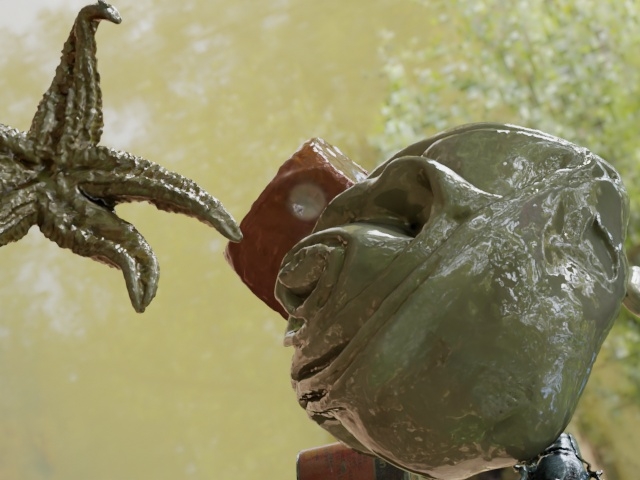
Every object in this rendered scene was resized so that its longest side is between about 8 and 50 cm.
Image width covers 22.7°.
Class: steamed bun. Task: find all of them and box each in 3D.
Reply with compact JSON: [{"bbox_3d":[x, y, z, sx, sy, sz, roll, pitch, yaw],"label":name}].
[{"bbox_3d":[0.094,0.027,1.355,0.219,0.310,0.324,38,70,-26],"label":"steamed bun"}]

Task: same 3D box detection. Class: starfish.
[{"bbox_3d":[-0.249,-0.070,1.445,0.094,0.375,0.327,96,1,-62],"label":"starfish"}]

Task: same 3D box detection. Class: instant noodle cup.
[{"bbox_3d":[0.045,0.284,1.884,0.127,0.136,0.127,-8,90,-83],"label":"instant noodle cup"}]

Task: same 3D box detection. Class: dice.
[{"bbox_3d":[0.000,0.000,1.820,0.174,0.179,0.175,41,12,1],"label":"dice"}]

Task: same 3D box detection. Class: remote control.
[{"bbox_3d":[0.399,0.084,1.867,0.122,0.032,0.074,41,29,-8],"label":"remote control"}]

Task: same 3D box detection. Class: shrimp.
[{"bbox_3d":[0.182,0.190,1.278,0.174,0.082,0.076,-68,176,-74],"label":"shrimp"}]
